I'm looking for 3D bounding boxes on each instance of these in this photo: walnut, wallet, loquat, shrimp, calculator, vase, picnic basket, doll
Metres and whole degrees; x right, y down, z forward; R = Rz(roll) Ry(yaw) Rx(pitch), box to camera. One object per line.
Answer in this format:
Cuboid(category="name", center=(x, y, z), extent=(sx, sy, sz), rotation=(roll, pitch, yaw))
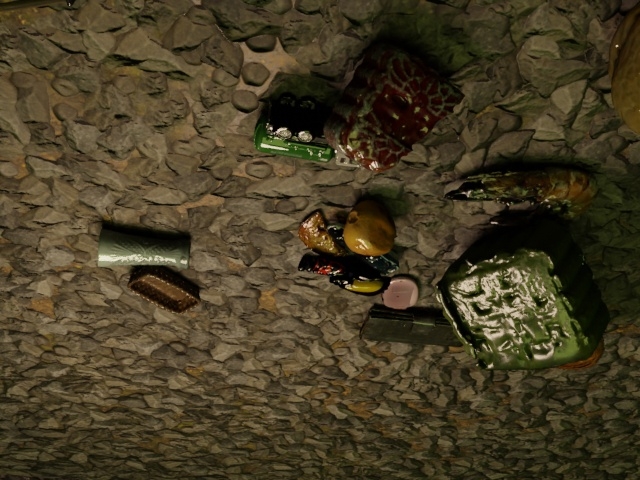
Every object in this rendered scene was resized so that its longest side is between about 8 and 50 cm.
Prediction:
Cuboid(category="walnut", center=(0.640, -0.311, 1.339), extent=(0.283, 0.227, 0.283), rotation=(33, 147, 25))
Cuboid(category="wallet", center=(0.279, 0.260, 2.197), extent=(0.317, 0.044, 0.169), rotation=(7, 150, -6))
Cuboid(category="loquat", center=(0.120, -0.025, 1.787), extent=(0.137, 0.137, 0.113), rotation=(26, 149, -29))
Cuboid(category="shrimp", center=(0.461, -0.086, 1.763), extent=(0.365, 0.071, 0.233), rotation=(-4, 147, -4))
Cuboid(category="calculator", center=(0.219, 0.149, 2.085), extent=(0.103, 0.024, 0.166), rotation=(-3, 143, 3))
Cuboid(category="vase", center=(-0.433, 0.026, 1.876), extent=(0.219, 0.096, 0.096), rotation=(5, 141, -11))
Cuboid(category="picnic basket", center=(-0.415, 0.128, 2.029), extent=(0.110, 0.055, 0.193), rotation=(-28, 134, 29))
Cuboid(category="doll", center=(0.068, 0.092, 1.966), extent=(0.248, 0.127, 0.088), rotation=(15, 105, -22))

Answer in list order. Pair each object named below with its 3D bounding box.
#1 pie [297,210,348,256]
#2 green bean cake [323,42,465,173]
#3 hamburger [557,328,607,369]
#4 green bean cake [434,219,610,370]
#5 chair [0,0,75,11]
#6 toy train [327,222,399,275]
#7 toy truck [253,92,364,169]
Cuboid(category="pie", center=(-0.003, -0.001, 1.890), extent=(0.088, 0.033, 0.191), rotation=(-13, 140, 21))
Cuboid(category="green bean cake", center=(0.135, -0.243, 1.454), extent=(0.198, 0.097, 0.233), rotation=(31, 96, -29))
Cuboid(category="hamburger", center=(0.642, 0.236, 2.062), extent=(0.245, 0.211, 0.260), rotation=(-13, 145, 24))
Cuboid(category="green bean cake", center=(0.483, 0.144, 1.821), extent=(0.319, 0.218, 0.335), rotation=(-25, 103, 43))
Cuboid(category="chair", center=(-0.414, -0.479, 1.172), extent=(0.272, 0.166, 0.188), rotation=(-7, 141, 8))
Cuboid(category="toy train", center=(0.104, 0.008, 1.886), extent=(0.052, 0.051, 0.234), rotation=(-32, 129, 33))
Cuboid(category="toy truck", center=(-0.014, -0.217, 1.563), extent=(0.242, 0.101, 0.125), rotation=(8, 144, -7))
